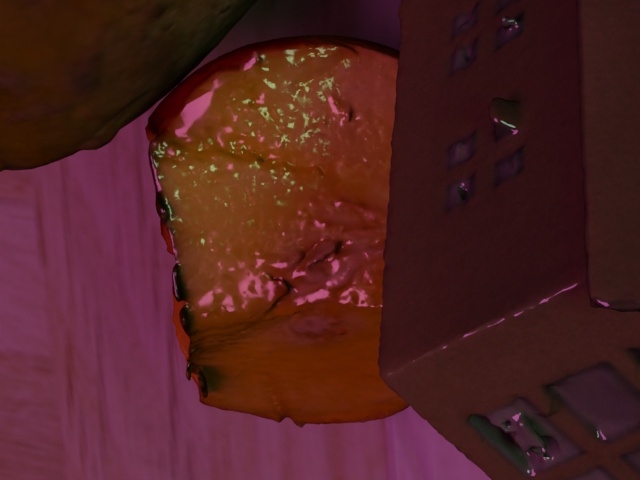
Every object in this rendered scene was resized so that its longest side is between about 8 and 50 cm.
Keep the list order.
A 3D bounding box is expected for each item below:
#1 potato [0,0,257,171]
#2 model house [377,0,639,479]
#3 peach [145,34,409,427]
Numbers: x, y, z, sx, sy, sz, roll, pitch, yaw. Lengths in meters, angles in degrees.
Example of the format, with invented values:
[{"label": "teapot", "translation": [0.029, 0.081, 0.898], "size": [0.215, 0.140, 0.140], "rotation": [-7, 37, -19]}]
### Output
[{"label": "potato", "translation": [-0.078, -0.161, 0.633], "size": [0.300, 0.196, 0.246], "rotation": [-23, 70, 16]}, {"label": "model house", "translation": [0.161, -0.031, 0.475], "size": [0.248, 0.181, 0.176], "rotation": [-28, 128, 33]}, {"label": "peach", "translation": [0.005, -0.001, 0.646], "size": [0.151, 0.118, 0.151], "rotation": [2, 106, 6]}]
